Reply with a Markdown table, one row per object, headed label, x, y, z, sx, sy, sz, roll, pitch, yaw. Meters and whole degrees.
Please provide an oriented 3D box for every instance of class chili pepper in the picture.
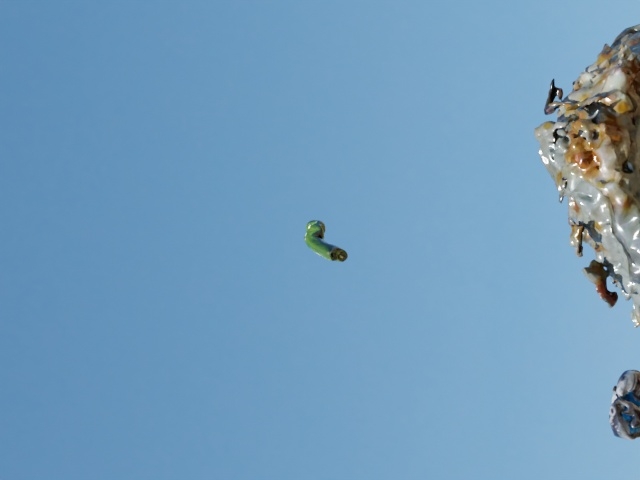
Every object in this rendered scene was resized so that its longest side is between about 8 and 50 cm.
| label | x | y | z | sx | sy | sz | roll | pitch | yaw |
| --- | --- | --- | --- | --- | --- | --- | --- | --- | --- |
| chili pepper | 0.000 | 0.000 | 1.689 | 0.022 | 0.027 | 0.083 | 63 | 175 | -30 |

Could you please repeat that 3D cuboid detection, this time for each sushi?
| label | x | y | z | sx | sy | sz | roll | pitch | yaw |
| --- | --- | --- | --- | --- | --- | --- | --- | --- | --- |
| sushi | 0.457 | -0.080 | 2.275 | 0.417 | 0.176 | 0.417 | 2 | -94 | -36 |

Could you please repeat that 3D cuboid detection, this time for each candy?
| label | x | y | z | sx | sy | sz | roll | pitch | yaw |
| --- | --- | --- | --- | --- | --- | --- | --- | --- | --- |
| candy | 0.360 | 0.197 | 1.811 | 0.226 | 0.051 | 0.094 | 26 | -141 | -39 |
